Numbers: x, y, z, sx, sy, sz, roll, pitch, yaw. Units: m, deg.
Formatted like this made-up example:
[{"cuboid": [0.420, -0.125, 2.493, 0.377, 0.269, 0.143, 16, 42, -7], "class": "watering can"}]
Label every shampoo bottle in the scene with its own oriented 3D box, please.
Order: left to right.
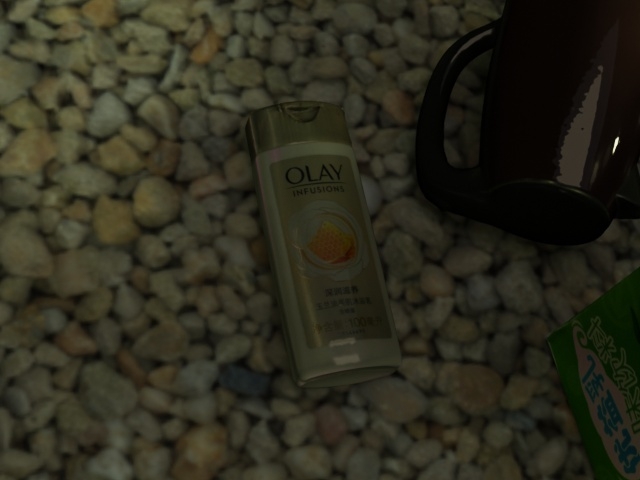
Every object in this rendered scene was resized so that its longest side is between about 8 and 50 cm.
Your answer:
[{"cuboid": [0.000, 0.000, 0.903, 0.086, 0.056, 0.227, -4, 68, -18], "class": "shampoo bottle"}]

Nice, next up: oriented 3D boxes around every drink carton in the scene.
[{"cuboid": [0.281, 0.095, 0.819, 0.108, 0.271, 0.161, -11, 72, -15], "class": "drink carton"}]

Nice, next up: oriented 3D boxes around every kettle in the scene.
[{"cuboid": [0.189, -0.117, 0.967, 0.202, 0.144, 0.232, 12, 66, 12], "class": "kettle"}]
